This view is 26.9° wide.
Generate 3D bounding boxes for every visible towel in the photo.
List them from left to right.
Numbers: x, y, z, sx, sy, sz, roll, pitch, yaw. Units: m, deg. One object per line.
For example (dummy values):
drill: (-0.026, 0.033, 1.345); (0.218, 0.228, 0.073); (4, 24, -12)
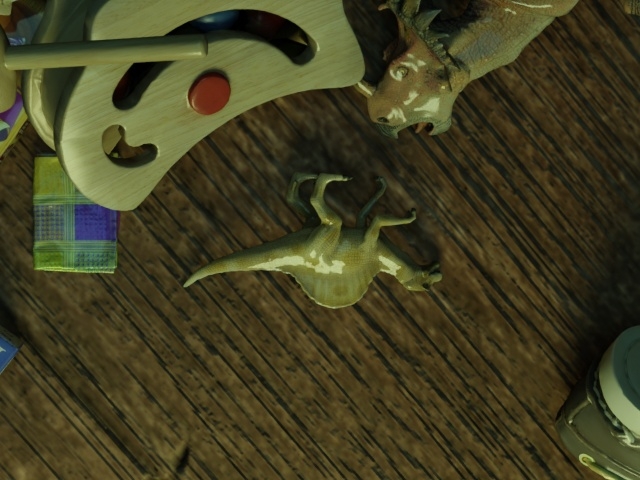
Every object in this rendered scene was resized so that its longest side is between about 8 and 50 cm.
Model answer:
towel: (-0.167, -0.020, 0.915); (0.060, 0.009, 0.083); (2, 90, -9)

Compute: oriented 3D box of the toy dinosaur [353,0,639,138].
toy dinosaur: (0.122, -0.220, 0.900); (0.200, 0.127, 0.295); (4, 85, -1)

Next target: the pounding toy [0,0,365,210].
pounding toy: (-0.089, -0.090, 0.824); (0.269, 0.155, 0.154); (-16, 130, -24)

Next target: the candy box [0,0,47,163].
candy box: (-0.250, -0.092, 0.882); (0.109, 0.053, 0.186); (35, 88, -8)

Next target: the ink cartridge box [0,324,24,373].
ink cartridge box: (-0.309, 0.045, 0.879); (0.207, 0.046, 0.097); (37, 87, -7)

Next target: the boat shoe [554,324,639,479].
boat shoe: (0.324, 0.162, 0.942); (0.324, 0.096, 0.116); (21, 47, -11)

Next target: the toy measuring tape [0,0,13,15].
toy measuring tape: (-0.093, -0.267, 0.853); (0.330, 0.121, 0.121); (-33, 95, -17)

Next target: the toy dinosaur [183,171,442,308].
toy dinosaur: (0.000, 0.000, 0.917); (0.183, 0.053, 0.092); (2, 92, -8)
